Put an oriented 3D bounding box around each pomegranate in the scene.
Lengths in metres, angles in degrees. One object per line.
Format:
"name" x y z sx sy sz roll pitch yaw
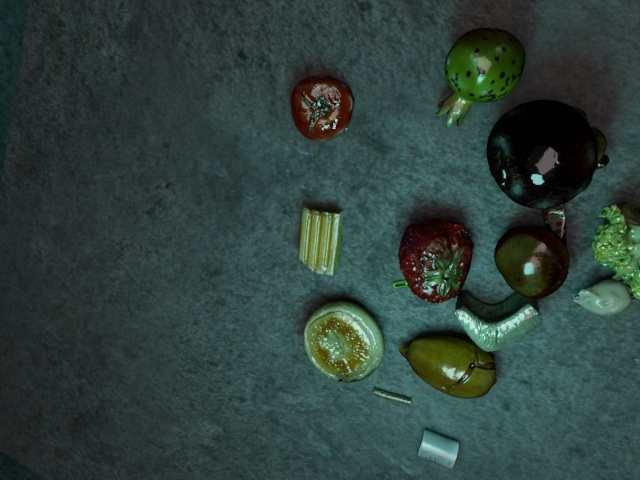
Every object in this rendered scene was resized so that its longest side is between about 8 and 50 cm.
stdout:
"pomegranate" 0.472 -0.487 1.475 0.230 0.231 0.286 27 150 10

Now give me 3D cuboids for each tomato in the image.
"tomato" -0.003 -0.447 1.666 0.227 0.101 0.228 3 104 13

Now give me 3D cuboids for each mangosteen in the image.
"mangosteen" 0.636 -0.250 1.412 0.329 0.330 0.331 4 104 16

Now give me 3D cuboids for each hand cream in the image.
"hand cream" 0.738 -0.062 1.561 0.062 0.039 0.163 -12 97 36

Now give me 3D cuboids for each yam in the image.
"yam" 0.267 0.584 1.862 0.145 0.032 0.032 12 106 15

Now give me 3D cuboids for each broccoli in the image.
"broccoli" 0.948 0.010 1.376 0.293 0.281 0.348 -43 78 12

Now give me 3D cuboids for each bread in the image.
"bread" 0.086 0.359 1.797 0.305 0.159 0.306 3 101 14

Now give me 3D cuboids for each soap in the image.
"soap" 0.000 0.000 1.783 0.140 0.073 0.232 10 106 16

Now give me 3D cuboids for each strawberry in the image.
"strawberry" 0.362 0.052 1.620 0.273 0.220 0.275 -8 110 -24

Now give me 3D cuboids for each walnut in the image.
"walnut" 0.425 0.417 1.689 0.336 0.209 0.209 10 106 22

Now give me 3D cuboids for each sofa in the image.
"sofa" 0.567 0.215 1.592 0.225 0.210 0.176 -36 89 24

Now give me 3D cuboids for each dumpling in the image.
"dumpling" 0.874 0.177 1.535 0.198 0.136 0.119 9 69 -6

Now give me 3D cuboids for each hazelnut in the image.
"hazelnut" 0.656 0.061 1.527 0.229 0.229 0.230 4 104 16

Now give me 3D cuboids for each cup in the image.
"cup" 0.425 0.777 1.822 0.133 0.099 0.136 18 107 12

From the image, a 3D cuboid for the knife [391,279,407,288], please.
"knife" 0.349 0.132 1.737 0.211 0.015 0.054 -14 98 20
